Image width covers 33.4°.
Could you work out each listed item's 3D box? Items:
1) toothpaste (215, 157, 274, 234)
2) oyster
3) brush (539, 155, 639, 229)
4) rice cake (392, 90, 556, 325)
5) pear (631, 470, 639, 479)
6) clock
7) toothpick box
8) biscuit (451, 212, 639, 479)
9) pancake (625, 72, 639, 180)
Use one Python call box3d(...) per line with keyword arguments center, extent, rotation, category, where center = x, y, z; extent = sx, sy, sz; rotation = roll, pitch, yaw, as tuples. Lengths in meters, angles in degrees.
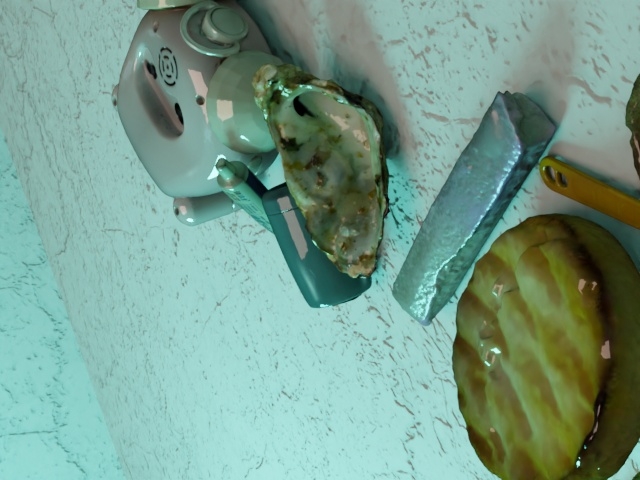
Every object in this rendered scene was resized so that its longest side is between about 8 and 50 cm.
box3d(center=(-0.084, -0.048, 1.560), extent=(0.069, 0.047, 0.268), rotation=(6, 157, 28), category="toothpaste")
box3d(center=(0.012, -0.094, 1.396), extent=(0.166, 0.094, 0.294), rotation=(-7, 98, 15), category="oyster")
box3d(center=(0.304, -0.030, 1.044), extent=(0.272, 0.013, 0.103), rotation=(36, 145, 53), category="brush")
box3d(center=(0.170, -0.027, 1.246), extent=(0.070, 0.064, 0.399), rotation=(50, 146, 20), category="rice cake")
box3d(center=(0.338, 0.339, 1.011), extent=(0.164, 0.255, 0.238), rotation=(-13, 102, 59), category="pear")
box3d(center=(-0.176, -0.228, 1.604), extent=(0.342, 0.184, 0.326), rotation=(54, 144, 16), category="clock")
box3d(center=(0.000, 0.000, 1.496), extent=(0.120, 0.120, 0.184), rotation=(-4, 107, 60), category="toothpick box")
box3d(center=(0.244, 0.120, 1.116), extent=(0.296, 0.102, 0.296), rotation=(-174, 90, -67), category="biscuit")
box3d(center=(0.346, -0.089, 0.952), extent=(0.199, 0.021, 0.199), rotation=(40, 141, 44), category="pancake")
